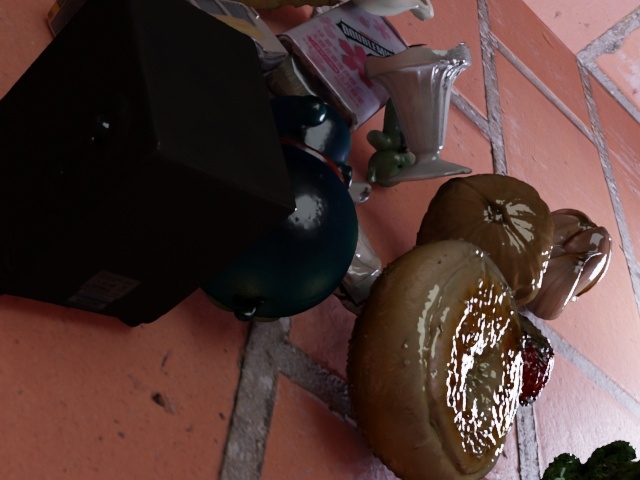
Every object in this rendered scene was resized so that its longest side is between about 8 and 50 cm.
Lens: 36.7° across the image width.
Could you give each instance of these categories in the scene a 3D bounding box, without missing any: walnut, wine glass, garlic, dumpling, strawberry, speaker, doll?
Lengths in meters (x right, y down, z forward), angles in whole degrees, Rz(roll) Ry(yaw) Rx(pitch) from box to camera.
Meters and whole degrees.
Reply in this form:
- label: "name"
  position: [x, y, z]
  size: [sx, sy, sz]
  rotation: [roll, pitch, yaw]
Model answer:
- label: "walnut"
  position: [0.244, 0.010, 1.452]
  size: [0.228, 0.228, 0.228]
  rotation: [34, 35, -28]
- label: "wine glass"
  position: [0.152, -0.189, 1.450]
  size: [0.165, 0.165, 0.196]
  rotation: [-15, 101, -58]
- label: "garlic"
  position: [0.422, 0.034, 1.742]
  size: [0.160, 0.191, 0.214]
  rotation: [38, 35, 26]
- label: "dumpling"
  position: [0.092, -0.449, 1.632]
  size: [0.229, 0.124, 0.151]
  rotation: [40, 4, -28]
- label: "strawberry"
  position: [0.273, 0.157, 1.373]
  size: [0.145, 0.086, 0.145]
  rotation: [34, 21, -15]
- label: "speaker"
  position: [-0.186, -0.077, 0.923]
  size: [0.184, 0.254, 0.232]
  rotation: [21, 43, -43]
- label: "doll"
  position: [-0.052, -0.043, 1.105]
  size: [0.199, 0.186, 0.322]
  rotation: [13, 54, -7]
- label: "doll"
  position: [0.122, -0.157, 1.544]
  size: [0.077, 0.150, 0.115]
  rotation: [17, 10, 35]

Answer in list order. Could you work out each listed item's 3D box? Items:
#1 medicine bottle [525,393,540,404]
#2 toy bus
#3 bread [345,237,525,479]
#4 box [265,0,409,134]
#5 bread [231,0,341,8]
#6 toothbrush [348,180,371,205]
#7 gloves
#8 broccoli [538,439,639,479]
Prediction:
- label: "medicine bottle"
  position: [0.256, 0.209, 1.426]
  size: [0.191, 0.051, 0.051]
  rotation: [17, 45, -43]
- label: "toy bus"
  position: [-0.190, -0.260, 1.271]
  size: [0.138, 0.097, 0.342]
  rotation: [54, 31, 16]
- label: "bread"
  position: [0.138, 0.150, 1.174]
  size: [0.305, 0.159, 0.305]
  rotation: [10, 77, -52]
- label: "box"
  position: [0.033, -0.278, 1.574]
  size: [0.190, 0.112, 0.369]
  rotation: [49, 30, -4]
- label: "bread"
  position: [-0.046, -0.550, 1.521]
  size: [0.279, 0.315, 0.248]
  rotation: [-4, 63, -37]
- label: "toothbrush"
  position: [-0.052, -0.079, 1.317]
  size: [0.040, 0.042, 0.418]
  rotation: [34, 18, 36]
- label: "gloves"
  position: [0.006, -0.003, 1.258]
  size: [0.212, 0.111, 0.127]
  rotation: [56, 34, -9]
- label: "broccoli"
  position: [0.422, 0.386, 1.271]
  size: [0.308, 0.275, 0.308]
  rotation: [13, 36, -10]
